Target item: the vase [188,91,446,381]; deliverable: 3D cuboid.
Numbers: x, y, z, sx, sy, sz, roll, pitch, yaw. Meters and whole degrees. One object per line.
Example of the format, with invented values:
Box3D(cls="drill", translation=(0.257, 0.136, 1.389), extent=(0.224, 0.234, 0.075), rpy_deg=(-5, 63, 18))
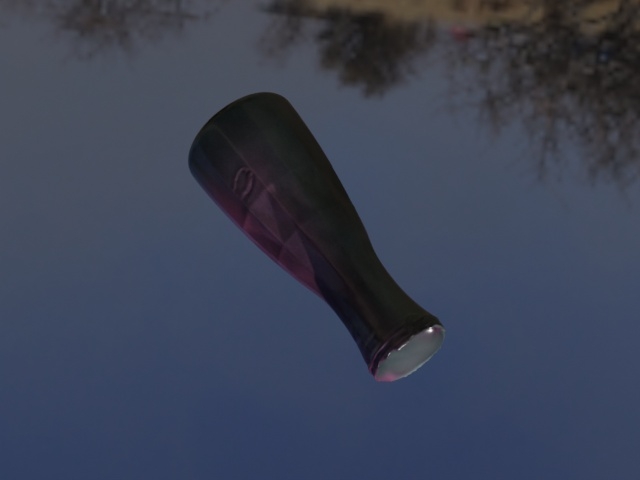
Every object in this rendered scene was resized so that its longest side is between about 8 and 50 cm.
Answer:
Box3D(cls="vase", translation=(0.000, 0.000, 1.055), extent=(0.086, 0.086, 0.214), rpy_deg=(-6, -130, -48))
